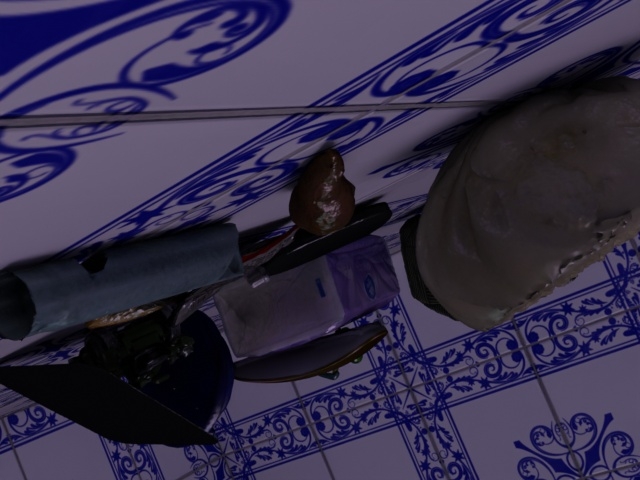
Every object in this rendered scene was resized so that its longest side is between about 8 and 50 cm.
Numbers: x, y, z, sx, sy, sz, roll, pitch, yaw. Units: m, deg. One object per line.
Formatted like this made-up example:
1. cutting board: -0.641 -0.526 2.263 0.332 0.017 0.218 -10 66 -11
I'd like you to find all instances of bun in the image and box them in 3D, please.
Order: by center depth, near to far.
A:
1. bun: 0.262 -0.060 1.093 0.360 0.211 0.360 -32 170 -6

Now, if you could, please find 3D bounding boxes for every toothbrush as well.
1. toothbrush: -0.107 0.052 1.428 0.029 0.025 0.307 -30 -176 -8

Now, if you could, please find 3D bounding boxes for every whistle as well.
1. whistle: -0.171 0.031 0.885 0.062 0.062 0.312 -26 174 32

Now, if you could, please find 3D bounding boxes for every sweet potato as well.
1. sweet potato: 0.005 -0.041 0.910 0.068 0.068 0.226 -22 175 -9

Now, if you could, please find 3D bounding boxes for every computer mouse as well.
1. computer mouse: -0.020 0.222 1.779 0.310 0.072 0.158 -17 177 22

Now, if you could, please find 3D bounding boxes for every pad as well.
1. pad: -0.314 0.246 1.524 0.315 0.063 0.375 -4 150 27

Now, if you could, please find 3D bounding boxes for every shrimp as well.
1. shrimp: -0.232 0.074 1.267 0.178 0.034 0.124 -19 167 -26

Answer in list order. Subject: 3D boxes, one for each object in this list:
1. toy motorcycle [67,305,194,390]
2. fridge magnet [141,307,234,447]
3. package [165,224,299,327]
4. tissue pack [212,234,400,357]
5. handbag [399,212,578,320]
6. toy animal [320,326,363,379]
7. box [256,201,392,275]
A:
1. toy motorcycle: -0.336 0.202 1.614 0.205 0.127 0.275 -23 173 -44
2. fridge magnet: -0.262 0.258 1.786 0.265 0.265 0.113 -27 156 36
3. package: -0.112 0.039 1.260 0.154 0.030 0.239 -36 -179 -38
4. tissue pack: -0.013 0.101 1.790 0.242 0.160 0.338 -20 176 23
5. handbag: 0.352 0.025 1.963 0.341 0.247 0.240 -19 -172 -9
6. toy animal: -0.010 0.234 1.908 0.208 0.103 0.100 -8 174 16
7. box: 0.000 0.000 1.464 0.201 0.042 0.212 -21 174 -18
